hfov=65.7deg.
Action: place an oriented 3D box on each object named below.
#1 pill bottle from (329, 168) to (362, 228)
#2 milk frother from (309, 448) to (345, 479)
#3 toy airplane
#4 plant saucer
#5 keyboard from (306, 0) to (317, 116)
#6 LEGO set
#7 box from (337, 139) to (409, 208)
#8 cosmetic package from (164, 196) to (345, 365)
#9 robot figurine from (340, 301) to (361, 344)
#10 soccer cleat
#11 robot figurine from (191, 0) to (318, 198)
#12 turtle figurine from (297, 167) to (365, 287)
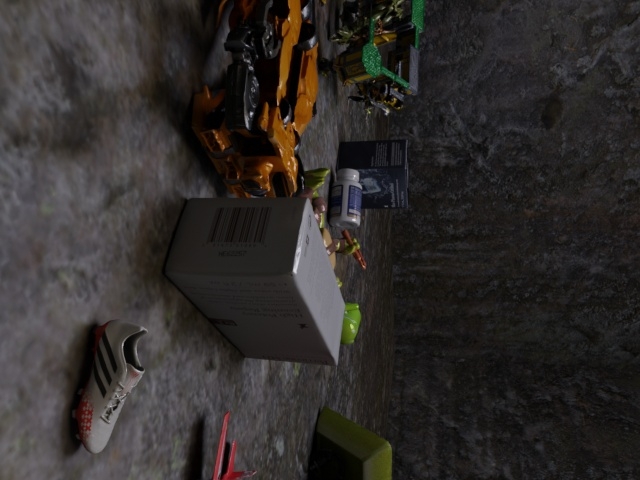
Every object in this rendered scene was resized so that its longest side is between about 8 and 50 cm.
[{"bbox_3d":[0.055,-0.090,1.067,0.067,0.067,0.120,53,40,-70],"label":"pill bottle"},{"bbox_3d":[0.000,0.437,0.846,0.129,0.143,0.134,-39,151,-9],"label":"milk frother"},{"bbox_3d":[-0.099,0.240,0.489,0.151,0.028,0.151,3,90,-77],"label":"toy airplane"},{"bbox_3d":[0.050,0.438,0.938,0.045,0.189,0.188,-8,101,-39],"label":"plant saucer"},{"bbox_3d":[-0.032,-0.350,0.741,0.201,0.033,0.316,-53,141,-80],"label":"keyboard"},{"bbox_3d":[0.078,-0.422,1.025,0.255,0.192,0.330,-2,90,-48],"label":"LEGO set"},{"bbox_3d":[0.130,-0.155,1.187,0.156,0.159,0.093,71,23,-56],"label":"box"},{"bbox_3d":[-0.049,0.053,0.503,0.231,0.118,0.085,70,25,-55],"label":"cosmetic package"},{"bbox_3d":[0.050,0.177,1.065,0.115,0.067,0.101,-60,161,-65],"label":"robot figurine"},{"bbox_3d":[-0.131,0.092,0.315,0.029,0.036,0.083,54,38,-70],"label":"soccer cleat"},{"bbox_3d":[-0.057,-0.168,0.519,0.211,0.085,0.290,70,24,-58],"label":"robot figurine"},{"bbox_3d":[0.000,0.000,0.785,0.269,0.087,0.217,-45,128,-60],"label":"turtle figurine"}]
